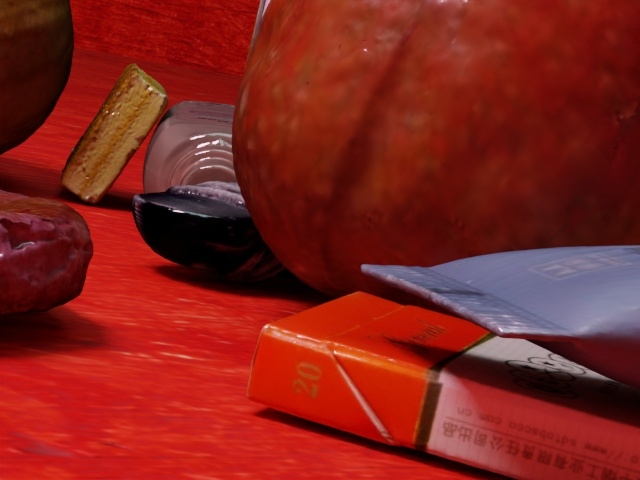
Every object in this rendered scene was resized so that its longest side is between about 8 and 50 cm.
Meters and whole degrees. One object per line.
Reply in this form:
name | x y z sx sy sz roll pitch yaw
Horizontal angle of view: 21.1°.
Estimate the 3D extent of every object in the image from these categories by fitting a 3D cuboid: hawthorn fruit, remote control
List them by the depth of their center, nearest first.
hawthorn fruit | 0.079 -0.067 0.836 0.258 0.262 0.258 -1 17 0
remote control | 0.000 0.000 0.988 0.090 0.066 0.265 9 7 43

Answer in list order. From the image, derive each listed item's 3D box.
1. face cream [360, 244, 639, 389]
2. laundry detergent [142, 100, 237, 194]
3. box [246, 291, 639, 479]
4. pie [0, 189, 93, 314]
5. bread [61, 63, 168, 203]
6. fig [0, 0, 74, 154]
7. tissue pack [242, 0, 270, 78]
face cream | 0.216 0.040 0.661 0.385 0.086 0.135 7 6 -19
laundry detergent | -0.030 -0.037 1.121 0.171 0.076 0.237 12 8 -7
box | 0.106 0.071 0.673 0.245 0.035 0.139 14 8 14
pie | -0.183 -0.001 0.705 0.182 0.050 0.182 8 4 -1
bread | -0.138 -0.071 1.150 0.035 0.090 0.094 34 4 -11
fig | -0.298 -0.124 1.046 0.217 0.217 0.321 17 29 33
tissue pack | 0.036 -0.131 1.359 0.124 0.225 0.185 6 10 -40
